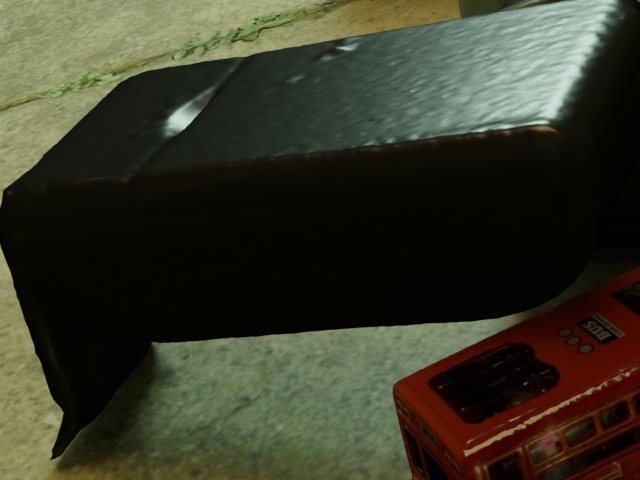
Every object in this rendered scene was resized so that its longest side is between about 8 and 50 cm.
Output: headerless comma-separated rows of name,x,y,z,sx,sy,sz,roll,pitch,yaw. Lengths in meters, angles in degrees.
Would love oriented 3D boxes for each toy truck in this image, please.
toy truck,0.168,0.077,0.816,0.252,0.114,0.107,-24,29,-13

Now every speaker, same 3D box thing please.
speaker,0.000,0.000,0.918,0.388,0.184,0.180,-6,27,28

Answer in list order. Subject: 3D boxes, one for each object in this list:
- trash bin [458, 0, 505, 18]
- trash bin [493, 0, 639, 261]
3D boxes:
trash bin,0.156,-0.196,1.279,0.059,0.130,0.116,10,38,37
trash bin,0.208,-0.102,1.050,0.209,0.182,0.290,-8,24,17
